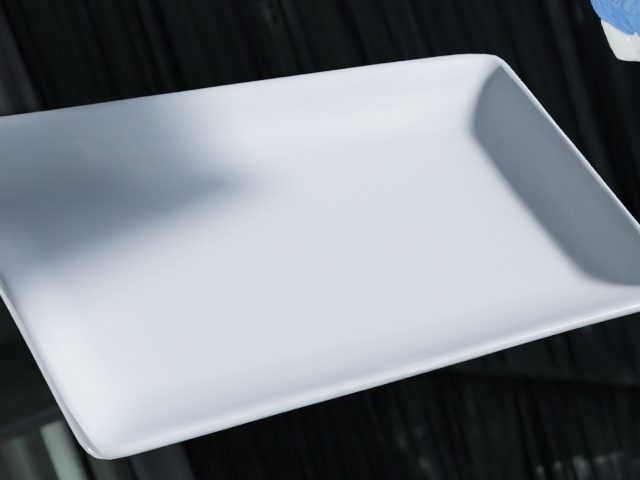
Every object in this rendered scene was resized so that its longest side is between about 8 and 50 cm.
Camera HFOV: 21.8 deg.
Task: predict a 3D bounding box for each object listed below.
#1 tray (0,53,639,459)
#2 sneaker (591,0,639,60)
[{"bbox_3d":[0.000,0.000,0.617,0.270,0.030,0.145,-12,53,-35],"label":"tray"},{"bbox_3d":[0.118,-0.106,0.567,0.058,0.085,0.152,-25,9,1],"label":"sneaker"}]
